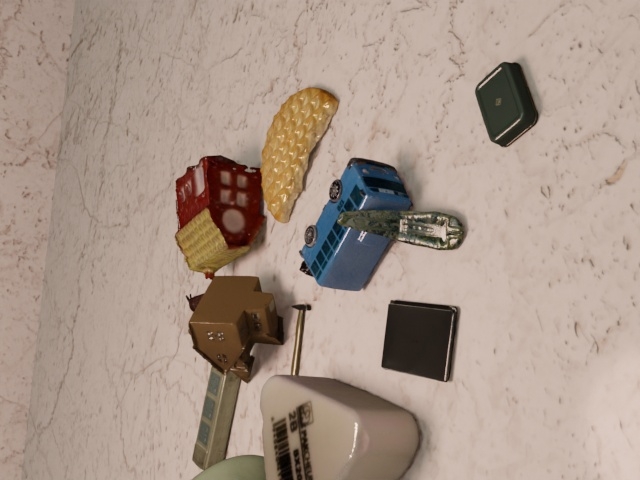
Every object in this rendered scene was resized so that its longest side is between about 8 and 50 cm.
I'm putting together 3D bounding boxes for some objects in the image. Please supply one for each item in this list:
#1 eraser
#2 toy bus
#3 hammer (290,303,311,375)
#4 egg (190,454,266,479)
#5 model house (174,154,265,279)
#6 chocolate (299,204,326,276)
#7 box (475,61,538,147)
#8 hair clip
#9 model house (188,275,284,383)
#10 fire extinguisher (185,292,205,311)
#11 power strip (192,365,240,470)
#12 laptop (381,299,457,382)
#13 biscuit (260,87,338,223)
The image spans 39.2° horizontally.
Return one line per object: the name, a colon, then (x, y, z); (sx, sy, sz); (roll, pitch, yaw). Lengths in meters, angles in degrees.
eraser: (0.002, 0.370, 1.649); (0.331, 0.150, 0.331); (-24, 61, 53)
toy bus: (0.068, -0.026, 1.682); (0.234, 0.116, 0.133); (-61, 36, 29)
hammer: (-0.052, 0.231, 1.889); (0.062, 0.013, 0.198); (1, 82, 57)
egg: (-0.188, 0.600, 1.747); (0.388, 0.276, 0.276); (-59, 35, -2)
model house: (-0.238, -0.044, 2.112); (0.196, 0.160, 0.253); (-28, 61, 51)
chocolate: (0.002, 0.001, 1.821); (0.072, 0.070, 0.147); (21, 104, 51)
box: (0.298, -0.222, 1.455); (0.091, 0.031, 0.126); (-40, 52, 45)
hair clip: (0.140, -0.025, 1.561); (0.229, 0.036, 0.066); (8, 107, 21)
model house: (-0.163, 0.223, 1.970); (0.180, 0.176, 0.248); (-68, -25, -50)
fire extinguisher: (-0.288, 0.161, 2.240); (0.157, 0.045, 0.078); (-20, 88, 52)
power strip: (-0.242, 0.410, 2.095); (0.078, 0.052, 0.272); (17, 96, 57)
laptop: (0.170, 0.172, 1.565); (0.180, 0.016, 0.129); (2, 83, 57)
biscuit: (-0.069, -0.210, 2.001); (0.204, 0.040, 0.308); (51, 123, 49)
